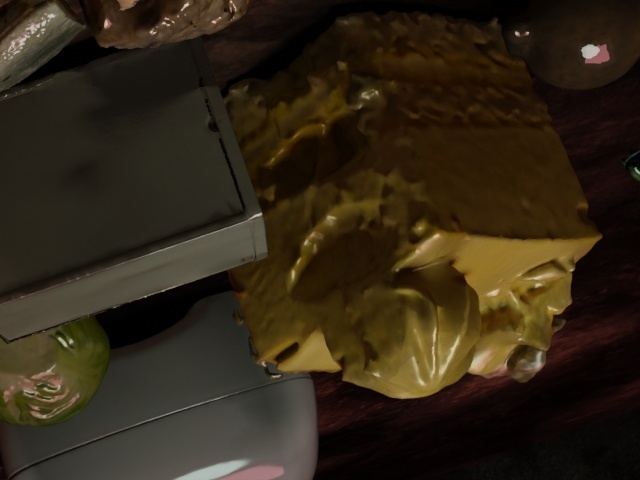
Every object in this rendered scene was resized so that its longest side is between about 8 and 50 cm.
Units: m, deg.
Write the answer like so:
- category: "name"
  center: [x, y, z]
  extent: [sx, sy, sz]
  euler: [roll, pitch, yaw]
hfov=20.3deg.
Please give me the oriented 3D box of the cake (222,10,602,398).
- category: "cake"
  center: [0.063, -0.006, 1.396]
  extent: [0.227, 0.286, 0.222]
  euler: [-2, 155, -45]

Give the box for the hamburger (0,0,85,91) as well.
- category: "hamburger"
  center: [-0.187, -0.120, 1.058]
  extent: [0.084, 0.054, 0.121]
  euler: [-42, -179, 4]

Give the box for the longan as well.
- category: "longan"
  center: [0.196, -0.165, 1.391]
  extent: [0.119, 0.106, 0.106]
  euler: [-10, 160, -14]

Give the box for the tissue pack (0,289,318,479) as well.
- category: "tissue pack"
  center: [-0.163, 0.212, 1.877]
  extent: [0.333, 0.236, 0.229]
  euler: [-18, 161, -8]

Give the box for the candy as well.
- category: "candy"
  center: [-0.097, -0.163, 1.117]
  extent: [0.095, 0.085, 0.110]
  euler: [-18, 175, 21]

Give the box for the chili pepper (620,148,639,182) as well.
- category: "chili pepper"
  center: [0.378, -0.130, 1.596]
  extent: [0.165, 0.174, 0.261]
  euler: [-39, 174, -34]

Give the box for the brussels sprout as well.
- category: "brussels sprout"
  center: [-0.266, 0.115, 1.672]
  extent: [0.155, 0.117, 0.155]
  euler: [-16, 172, -2]

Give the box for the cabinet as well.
- category: "cabinet"
  center: [-0.158, -0.034, 1.279]
  extent: [0.206, 0.145, 0.150]
  euler: [-19, 169, -4]

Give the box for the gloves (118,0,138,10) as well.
- category: "gloves"
  center: [-0.098, -0.203, 0.998]
  extent: [0.153, 0.070, 0.114]
  euler: [-38, 148, 28]
